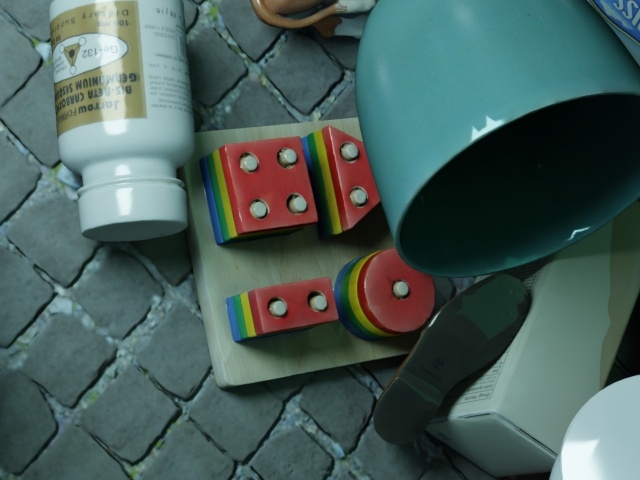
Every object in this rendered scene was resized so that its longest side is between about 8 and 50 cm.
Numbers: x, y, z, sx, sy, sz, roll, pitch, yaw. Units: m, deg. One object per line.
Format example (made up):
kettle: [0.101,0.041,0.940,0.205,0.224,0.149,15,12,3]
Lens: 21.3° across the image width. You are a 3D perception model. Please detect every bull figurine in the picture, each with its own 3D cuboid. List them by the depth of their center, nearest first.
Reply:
bull figurine: [-0.016,-0.360,1.796,0.188,0.101,0.310,8,74,-31]

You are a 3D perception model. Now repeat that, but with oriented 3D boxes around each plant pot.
plant pot: [0.166,-0.140,1.666,0.293,0.293,0.235,-4,56,-32]

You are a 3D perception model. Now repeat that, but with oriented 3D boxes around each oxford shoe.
oxford shoe: [0.128,0.114,1.746,0.076,0.076,0.212,43,93,-4]

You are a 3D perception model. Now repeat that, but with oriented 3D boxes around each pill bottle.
pill bottle: [-0.186,-0.121,1.619,0.131,0.131,0.229,0,79,-31]
pill bottle: [0.349,0.284,1.675,0.408,0.229,0.229,59,43,-60]

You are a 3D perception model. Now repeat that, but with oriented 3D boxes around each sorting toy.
sorting toy: [0.000,0.000,1.728,0.255,0.089,0.257,-8,83,-33]

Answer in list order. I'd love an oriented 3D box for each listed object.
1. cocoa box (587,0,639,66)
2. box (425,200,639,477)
cocoa box: [0.317,-0.245,1.892,0.347,0.231,0.228,42,61,-16]
box: [0.237,0.088,1.820,0.121,0.148,0.311,35,65,-21]
